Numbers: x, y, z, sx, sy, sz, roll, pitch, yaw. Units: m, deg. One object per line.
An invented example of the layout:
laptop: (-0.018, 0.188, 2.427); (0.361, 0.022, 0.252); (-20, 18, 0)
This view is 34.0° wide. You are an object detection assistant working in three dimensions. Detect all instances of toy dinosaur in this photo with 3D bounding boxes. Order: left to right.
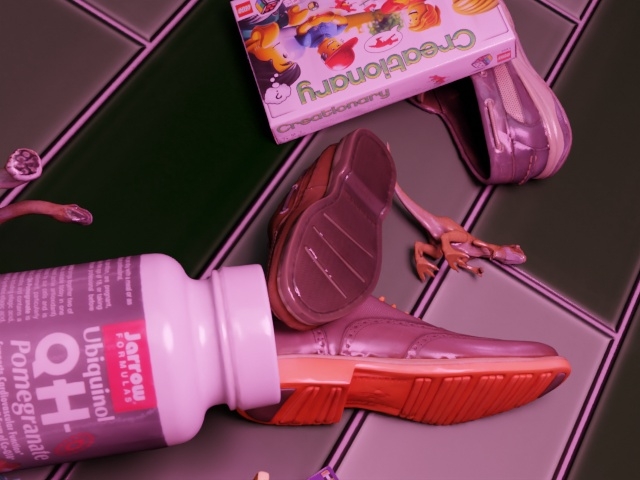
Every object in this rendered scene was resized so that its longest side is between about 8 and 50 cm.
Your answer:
toy dinosaur: (0.139, -0.010, 1.231); (0.211, 0.064, 0.112); (33, 38, -8)

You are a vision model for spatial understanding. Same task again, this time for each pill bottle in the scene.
pill bottle: (-0.202, 0.106, 0.942); (0.318, 0.176, 0.176); (-8, 63, -6)

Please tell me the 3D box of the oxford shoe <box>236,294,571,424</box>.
oxford shoe: (0.088, 0.111, 1.098); (0.363, 0.130, 0.133); (3, 54, -15)

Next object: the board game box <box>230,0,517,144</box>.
board game box: (0.060, -0.255, 1.268); (0.305, 0.053, 0.193); (-20, 66, 3)

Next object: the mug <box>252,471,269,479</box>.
mug: (-0.056, 0.259, 0.946); (0.062, 0.064, 0.078); (37, 57, 8)

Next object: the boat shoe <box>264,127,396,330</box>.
boat shoe: (0.000, 0.000, 1.113); (0.111, 0.104, 0.307); (51, 34, -16)

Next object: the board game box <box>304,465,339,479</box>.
board game box: (-0.023, 0.318, 0.988); (0.170, 0.048, 0.141); (-28, 73, -28)

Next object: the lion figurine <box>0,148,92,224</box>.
lion figurine: (-0.439, 0.004, 0.981); (0.392, 0.240, 0.142); (1, 77, -35)

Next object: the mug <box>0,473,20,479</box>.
mug: (-0.294, 0.276, 0.894); (0.097, 0.157, 0.130); (-12, 89, -20)

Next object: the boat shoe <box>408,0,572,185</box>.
boat shoe: (0.175, -0.223, 1.313); (0.130, 0.132, 0.355); (-20, 68, -26)
